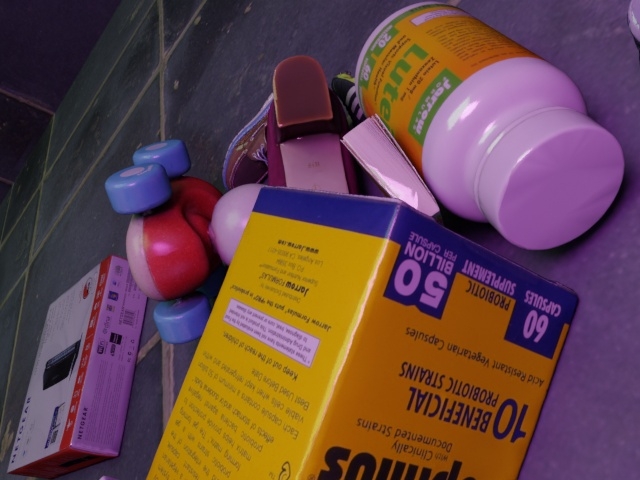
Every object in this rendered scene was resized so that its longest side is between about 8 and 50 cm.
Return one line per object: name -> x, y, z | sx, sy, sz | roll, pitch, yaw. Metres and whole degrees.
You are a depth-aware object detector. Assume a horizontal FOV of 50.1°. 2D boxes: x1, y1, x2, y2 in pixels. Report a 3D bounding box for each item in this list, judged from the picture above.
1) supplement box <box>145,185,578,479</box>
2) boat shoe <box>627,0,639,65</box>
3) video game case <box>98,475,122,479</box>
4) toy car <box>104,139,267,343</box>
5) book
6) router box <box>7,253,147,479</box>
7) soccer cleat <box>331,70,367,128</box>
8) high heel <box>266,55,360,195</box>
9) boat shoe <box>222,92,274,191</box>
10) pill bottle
supplement box -> 0.011, 0.160, 0.526 | 0.195, 0.194, 0.356 | 13, 81, 58
boat shoe -> 0.292, -0.122, 0.430 | 0.183, 0.083, 0.065 | 24, 90, 31
video game case -> -0.121, 0.312, 0.638 | 0.022, 0.173, 0.190 | -54, 34, 8
toy car -> -0.109, -0.018, 0.872 | 0.238, 0.219, 0.210 | -10, 22, 7
book -> 0.072, -0.039, 0.590 | 0.035, 0.144, 0.096 | -37, 73, 4
router box -> -0.430, 0.234, 1.221 | 0.301, 0.082, 0.335 | -31, 47, 43
soccer cleat -> 0.055, -0.149, 0.793 | 0.179, 0.060, 0.072 | 44, 120, 56
high heel -> 0.000, 0.000, 0.758 | 0.181, 0.127, 0.376 | 69, -159, -81
boat shoe -> -0.076, -0.137, 0.961 | 0.183, 0.066, 0.066 | -58, 35, 13
pill bottle -> 0.131, -0.100, 0.571 | 0.136, 0.136, 0.245 | -54, 34, 19
